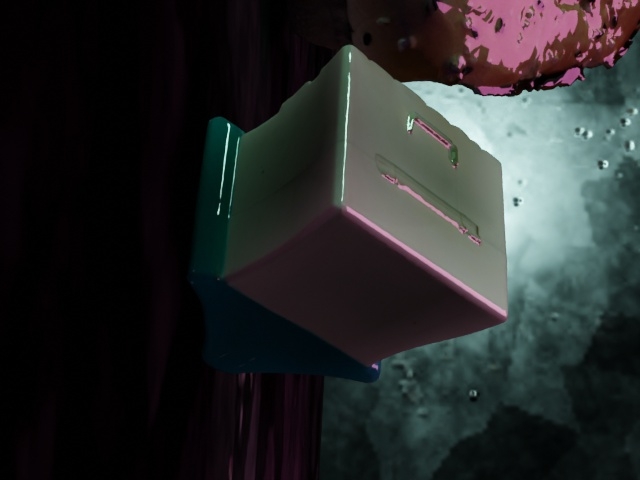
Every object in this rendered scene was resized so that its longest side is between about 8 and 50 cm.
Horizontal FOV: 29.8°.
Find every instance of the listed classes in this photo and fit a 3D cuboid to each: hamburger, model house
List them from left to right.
[{"bbox_3d":[0.000,0.000,0.590,0.127,0.149,0.100,33,43,-34],"label":"model house"},{"bbox_3d":[0.116,-0.265,0.942,0.195,0.318,0.277,20,-60,46],"label":"hamburger"}]
